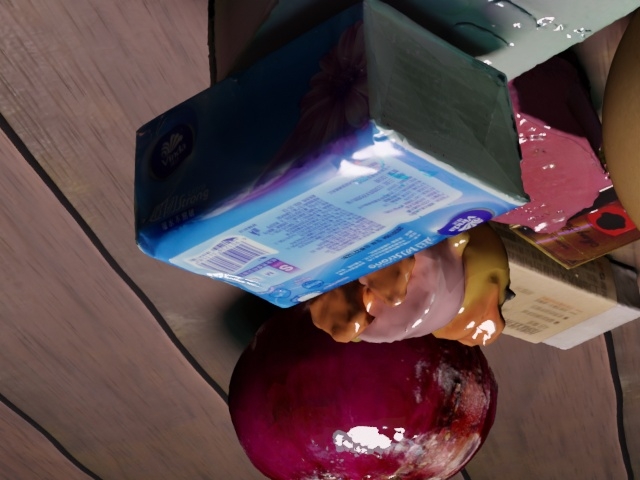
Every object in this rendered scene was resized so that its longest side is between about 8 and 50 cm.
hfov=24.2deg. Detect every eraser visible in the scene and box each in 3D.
[{"bbox_3d":[0.258,0.053,1.900,0.144,0.078,0.343,-29,145,36],"label":"eraser"}]

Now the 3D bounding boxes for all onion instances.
[{"bbox_3d":[0.040,0.182,1.901,0.336,0.282,0.260,-6,152,28],"label":"onion"}]

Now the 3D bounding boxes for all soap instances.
[{"bbox_3d":[0.202,-0.107,1.563,0.182,0.112,0.289,-14,152,18],"label":"soap"},{"bbox_3d":[0.109,-0.247,1.235,0.446,0.156,0.261,-28,146,35],"label":"soap"}]

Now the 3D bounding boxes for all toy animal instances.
[{"bbox_3d":[0.110,0.036,1.628,0.281,0.169,0.195,10,138,-47],"label":"toy animal"}]

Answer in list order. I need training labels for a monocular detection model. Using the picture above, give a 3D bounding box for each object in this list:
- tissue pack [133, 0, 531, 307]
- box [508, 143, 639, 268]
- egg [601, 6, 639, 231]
[{"bbox_3d":[0.003,-0.065,1.232,0.263,0.146,0.198,-26,146,35],"label":"tissue pack"},{"bbox_3d":[0.348,-0.059,1.724,0.240,0.071,0.159,-24,149,27],"label":"box"},{"bbox_3d":[0.414,-0.124,1.377,0.301,0.301,0.374,-4,140,-5],"label":"egg"}]
